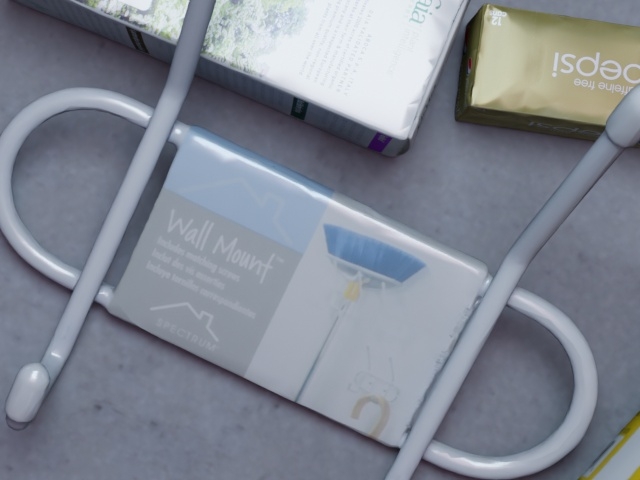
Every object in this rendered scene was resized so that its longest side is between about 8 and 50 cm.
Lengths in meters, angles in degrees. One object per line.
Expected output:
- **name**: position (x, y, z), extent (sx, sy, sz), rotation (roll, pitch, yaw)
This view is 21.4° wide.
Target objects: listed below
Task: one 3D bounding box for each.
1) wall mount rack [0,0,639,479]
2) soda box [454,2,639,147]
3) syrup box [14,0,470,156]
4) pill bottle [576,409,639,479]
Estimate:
- **wall mount rack**: position (0.000, 0.000, 0.835), extent (0.350, 0.130, 0.304), rotation (25, 110, -2)
- **soda box**: position (0.168, -0.084, 0.923), extent (0.181, 0.061, 0.058), rotation (8, 86, -3)
- **syrup box**: position (-0.045, -0.133, 0.897), extent (0.237, 0.096, 0.093), rotation (23, 86, -2)
- **pill bottle**: position (0.247, 0.102, 0.876), extent (0.136, 0.136, 0.245), rotation (43, 84, 0)
